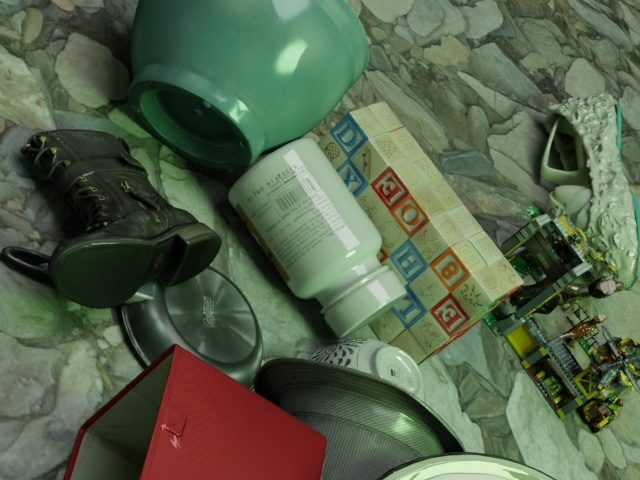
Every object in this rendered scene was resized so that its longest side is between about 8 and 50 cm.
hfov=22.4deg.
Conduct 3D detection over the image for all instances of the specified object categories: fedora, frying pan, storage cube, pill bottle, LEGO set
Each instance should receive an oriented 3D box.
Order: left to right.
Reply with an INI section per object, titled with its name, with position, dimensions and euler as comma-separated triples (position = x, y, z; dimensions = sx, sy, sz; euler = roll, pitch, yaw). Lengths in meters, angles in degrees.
[frying pan]
position = -0.185, 0.054, 1.818
dimensions = 0.326, 0.053, 0.197
euler = 42, 35, -13
[storage cube]
position = -0.130, 0.253, 1.572
dimensions = 0.193, 0.184, 0.215
euler = 34, 38, -19
[pill bottle]
position = 0.000, 0.000, 1.980
dimensions = 0.229, 0.131, 0.131
euler = 55, 37, 7
[fedora]
position = 0.030, 0.242, 1.731
dimensions = 0.275, 0.244, 0.124
euler = 66, 41, -60
[LEGO set]
position = 0.367, 0.078, 2.233
dimensions = 0.255, 0.192, 0.331
euler = -11, 65, -50

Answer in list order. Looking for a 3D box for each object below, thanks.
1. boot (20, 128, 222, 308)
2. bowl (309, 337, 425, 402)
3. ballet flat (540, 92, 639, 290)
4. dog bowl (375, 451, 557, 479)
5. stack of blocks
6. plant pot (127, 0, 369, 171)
[boot]
position = -0.255, -0.038, 1.774
dimensions = 0.229, 0.091, 0.263
euler = 43, 26, 24
[bowl]
position = 0.071, 0.178, 1.934
dimensions = 0.170, 0.080, 0.170
euler = 26, 42, -27
[ballet flat]
position = 0.406, -0.076, 2.498
dimensions = 0.147, 0.147, 0.409
euler = 30, 37, -23
[dog bowl]
position = 0.142, 0.421, 1.561
dimensions = 0.408, 0.150, 0.408
euler = 13, 57, -21
[stack of blocks]
position = 0.095, -0.006, 2.050
dimensions = 0.297, 0.171, 0.087
euler = 54, 36, 9
[plant pot]
position = -0.115, -0.210, 1.966
dimensions = 0.293, 0.293, 0.196
euler = 37, 65, -15
